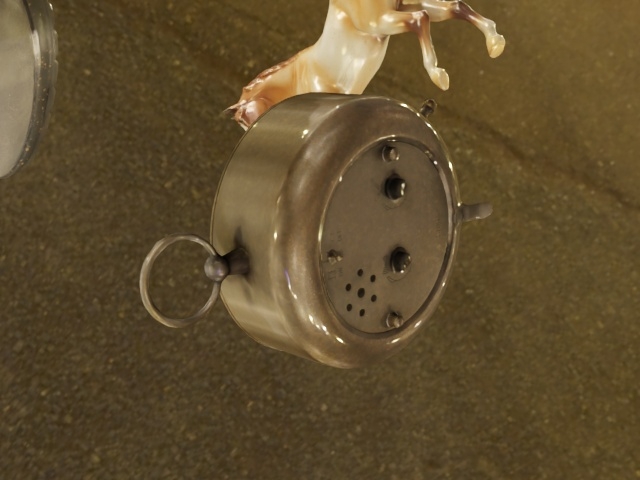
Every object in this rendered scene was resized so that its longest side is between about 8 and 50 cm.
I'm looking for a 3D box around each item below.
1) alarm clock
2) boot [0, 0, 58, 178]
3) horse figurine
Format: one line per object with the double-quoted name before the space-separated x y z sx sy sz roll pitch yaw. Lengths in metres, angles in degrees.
"alarm clock" 0.000 0.000 0.428 0.192 0.064 0.129 -17 111 -39
"boot" -0.245 -0.127 0.437 0.118 0.338 0.223 23 44 16
"horse figurine" 0.039 -0.148 0.753 0.066 0.263 0.174 -5 48 -46
